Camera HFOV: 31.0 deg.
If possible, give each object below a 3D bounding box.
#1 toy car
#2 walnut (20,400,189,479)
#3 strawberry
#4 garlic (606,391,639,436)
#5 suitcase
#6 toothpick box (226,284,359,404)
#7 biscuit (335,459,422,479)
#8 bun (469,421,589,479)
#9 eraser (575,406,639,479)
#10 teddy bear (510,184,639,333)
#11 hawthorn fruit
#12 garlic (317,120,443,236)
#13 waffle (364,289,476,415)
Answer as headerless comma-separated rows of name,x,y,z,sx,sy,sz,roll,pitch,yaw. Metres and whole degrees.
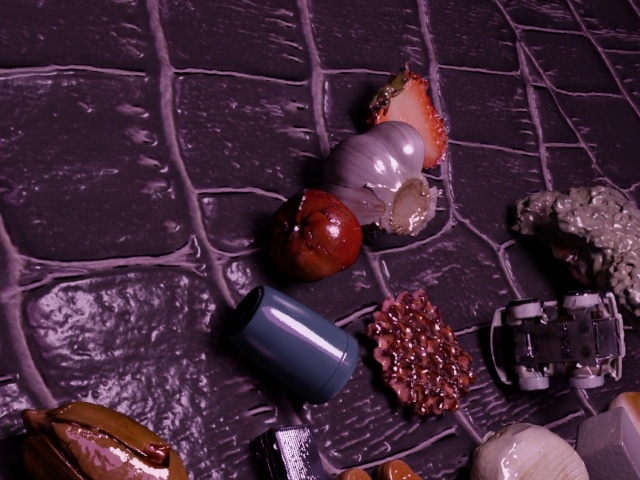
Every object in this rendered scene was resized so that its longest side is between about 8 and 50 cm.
toy car,0.425,0.182,2.104,0.158,0.235,0.172,31,54,-84
walnut,-0.262,0.276,1.405,0.245,0.137,0.137,31,46,-15
strawberry,0.149,-0.215,2.177,0.167,0.087,0.208,-44,126,-30
garlic,0.638,0.398,2.229,0.217,0.110,0.228,38,20,-14
suitcase,-0.039,0.324,1.644,0.086,0.059,0.126,1,65,-46
toothpick box,-0.045,0.149,1.707,0.184,0.120,0.120,37,44,-18
biscuit,0.125,0.490,1.710,0.202,0.047,0.334,-4,67,-49
bun,0.331,0.415,1.896,0.239,0.141,0.239,18,59,-34
eraser,0.583,0.487,2.122,0.077,0.111,0.352,-17,78,-51
teddy bear,0.562,0.060,2.232,0.357,0.224,0.367,41,24,-21
hawthorn fruit,0.000,0.000,1.834,0.172,0.148,0.148,22,51,-50
garlic,0.118,-0.090,1.989,0.207,0.207,0.256,66,17,10
waffle,0.165,0.192,1.940,0.221,0.055,0.234,57,35,2
